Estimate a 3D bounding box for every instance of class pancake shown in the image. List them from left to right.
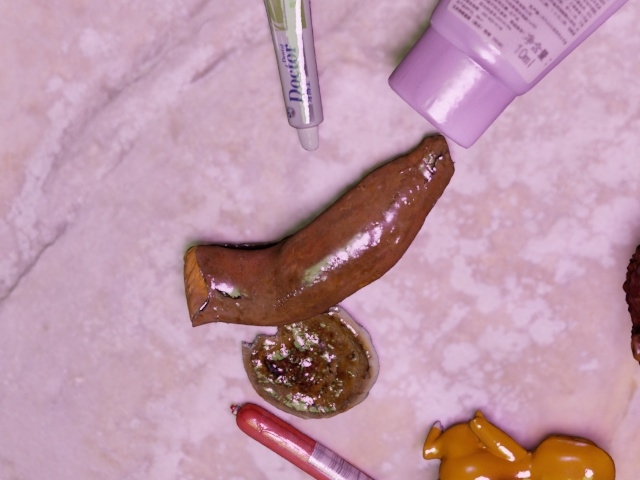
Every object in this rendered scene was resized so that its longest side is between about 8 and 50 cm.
[{"bbox_3d":[-0.005,0.117,1.378,0.129,0.022,0.116,-35,103,25],"label":"pancake"}]

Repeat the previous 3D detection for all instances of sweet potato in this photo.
[{"bbox_3d":[-0.001,0.002,1.295,0.286,0.085,0.112,-31,100,19],"label":"sweet potato"}]

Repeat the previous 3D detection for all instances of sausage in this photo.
[{"bbox_3d":[0.019,0.228,1.413,0.253,0.034,0.034,35,113,-5],"label":"sausage"}]

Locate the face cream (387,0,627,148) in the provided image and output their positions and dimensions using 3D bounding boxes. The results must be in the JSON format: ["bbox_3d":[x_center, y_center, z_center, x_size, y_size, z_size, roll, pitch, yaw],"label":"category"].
[{"bbox_3d":[0.172,-0.206,1.189,0.154,0.096,0.274,40,100,-5],"label":"face cream"}]

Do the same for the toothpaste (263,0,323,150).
[{"bbox_3d":[-0.023,-0.172,1.259,0.048,0.029,0.197,-5,108,11],"label":"toothpaste"}]

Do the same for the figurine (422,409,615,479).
[{"bbox_3d":[0.179,0.220,1.334,0.176,0.122,0.121,-8,108,13],"label":"figurine"}]

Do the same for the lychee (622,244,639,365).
[{"bbox_3d":[0.341,0.060,1.216,0.194,0.194,0.194,3,112,8],"label":"lychee"}]
